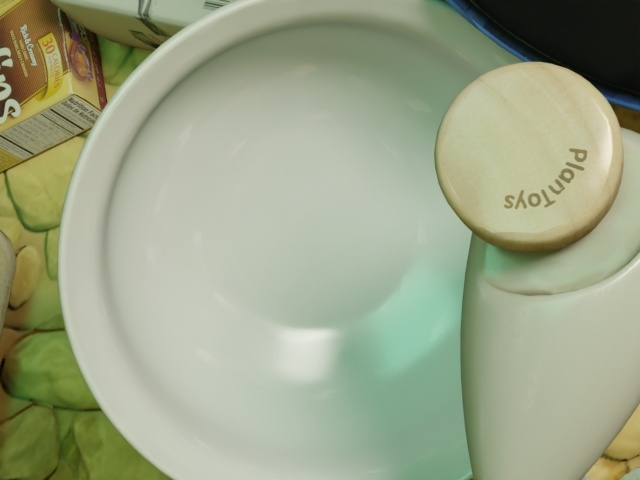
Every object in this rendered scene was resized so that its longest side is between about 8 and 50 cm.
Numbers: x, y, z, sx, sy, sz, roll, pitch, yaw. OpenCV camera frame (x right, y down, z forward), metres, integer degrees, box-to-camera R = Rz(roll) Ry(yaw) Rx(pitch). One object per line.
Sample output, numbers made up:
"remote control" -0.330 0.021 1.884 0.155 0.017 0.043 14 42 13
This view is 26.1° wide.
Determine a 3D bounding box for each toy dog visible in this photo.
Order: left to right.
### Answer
"toy dog" 0.145 0.081 0.637 0.161 0.220 0.333 -2 100 17

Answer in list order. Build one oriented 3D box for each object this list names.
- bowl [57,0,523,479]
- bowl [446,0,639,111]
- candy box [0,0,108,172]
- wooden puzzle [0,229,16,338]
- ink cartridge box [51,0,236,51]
"bowl" 0.000 0.000 0.798 0.298 0.298 0.134 -53 13 4
"bowl" 0.178 -0.222 0.599 0.391 0.391 0.077 2 36 30
"candy box" -0.256 -0.111 1.065 0.187 0.053 0.109 -23 62 19
"wooden puzzle" -0.395 0.141 1.045 0.348 0.080 0.322 2 74 25
"ink cartridge box" -0.064 -0.207 0.968 0.218 0.092 0.158 17 82 31
